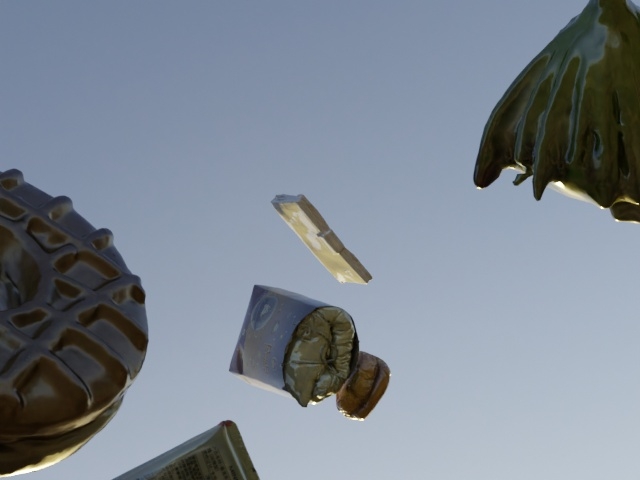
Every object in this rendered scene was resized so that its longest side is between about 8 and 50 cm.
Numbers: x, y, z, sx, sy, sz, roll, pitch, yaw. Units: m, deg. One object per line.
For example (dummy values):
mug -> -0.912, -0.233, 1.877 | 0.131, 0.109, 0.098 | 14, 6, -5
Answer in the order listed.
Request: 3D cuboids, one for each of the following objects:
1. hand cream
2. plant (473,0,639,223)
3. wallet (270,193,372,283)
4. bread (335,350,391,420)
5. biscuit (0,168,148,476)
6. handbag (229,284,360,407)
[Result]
hand cream -> -0.206, 0.301, 1.267 | 0.340, 0.124, 0.078 | -18, -11, -38
plant -> 0.215, -0.186, 0.981 | 0.251, 0.180, 0.333 | -37, -59, -36
wallet -> 0.000, 0.000, 0.838 | 0.011, 0.044, 0.083 | -48, -69, -20
bread -> 0.047, 0.164, 1.352 | 0.081, 0.046, 0.083 | -65, 13, -23
biscuit -> -0.297, 0.052, 1.090 | 0.268, 0.366, 0.115 | 2, -49, -40
handbag -> -0.027, 0.120, 1.347 | 0.095, 0.173, 0.117 | 17, -92, -31
